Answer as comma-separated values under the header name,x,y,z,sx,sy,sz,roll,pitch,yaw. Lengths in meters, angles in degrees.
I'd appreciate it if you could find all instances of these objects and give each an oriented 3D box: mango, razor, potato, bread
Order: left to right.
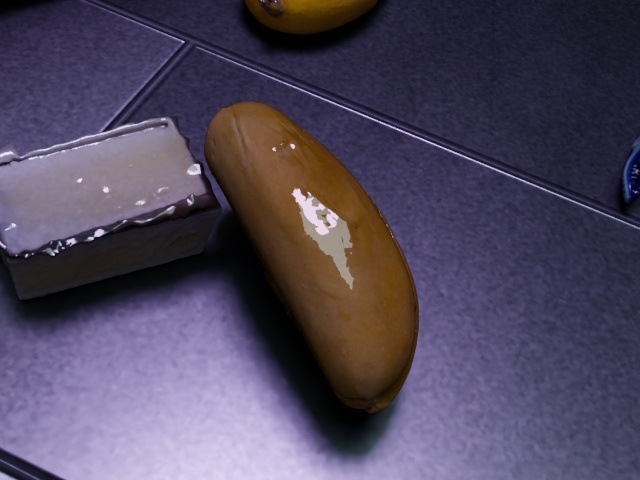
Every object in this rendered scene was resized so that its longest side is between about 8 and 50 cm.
name,x,y,z,sx,sy,sz,roll,pitch,yaw
potato,-0.128,-0.019,0.457,0.122,0.061,0.086,-18,58,-22
bread,0.000,0.000,0.435,0.077,0.114,0.189,-29,66,-13
mango,0.004,-0.218,0.645,0.101,0.066,0.187,37,45,16
razor,0.253,-0.074,0.603,0.028,0.044,0.154,15,46,40
